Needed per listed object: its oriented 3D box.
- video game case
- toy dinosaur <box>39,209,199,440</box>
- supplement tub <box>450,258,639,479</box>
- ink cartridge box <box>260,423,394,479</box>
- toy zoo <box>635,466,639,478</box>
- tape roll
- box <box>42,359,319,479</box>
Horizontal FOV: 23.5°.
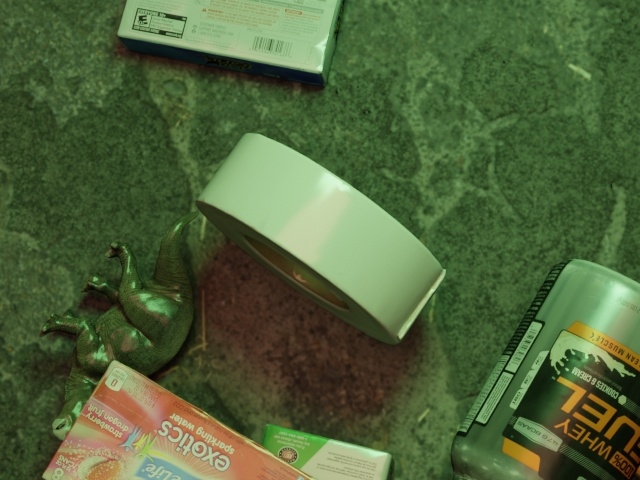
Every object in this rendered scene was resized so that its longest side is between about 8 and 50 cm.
[{"bbox_3d":[-0.097,-0.340,1.959,0.269,0.061,0.244,12,79,9],"label":"video game case"},{"bbox_3d":[-0.228,0.106,1.851,0.160,0.121,0.313,40,78,2],"label":"toy dinosaur"},{"bbox_3d":[0.273,0.197,1.715,0.193,0.193,0.316,29,81,12],"label":"supplement tub"},{"bbox_3d":[-0.012,0.332,1.766,0.153,0.087,0.208,13,77,9],"label":"ink cartridge box"},{"bbox_3d":[0.483,0.218,1.769,0.192,0.030,0.293,29,80,12],"label":"toy zoo"},{"bbox_3d":[0.000,0.000,1.749,0.286,0.286,0.100,33,81,13],"label":"tape roll"},{"bbox_3d":[-0.127,0.275,1.671,0.300,0.142,0.154,29,80,11],"label":"box"}]
